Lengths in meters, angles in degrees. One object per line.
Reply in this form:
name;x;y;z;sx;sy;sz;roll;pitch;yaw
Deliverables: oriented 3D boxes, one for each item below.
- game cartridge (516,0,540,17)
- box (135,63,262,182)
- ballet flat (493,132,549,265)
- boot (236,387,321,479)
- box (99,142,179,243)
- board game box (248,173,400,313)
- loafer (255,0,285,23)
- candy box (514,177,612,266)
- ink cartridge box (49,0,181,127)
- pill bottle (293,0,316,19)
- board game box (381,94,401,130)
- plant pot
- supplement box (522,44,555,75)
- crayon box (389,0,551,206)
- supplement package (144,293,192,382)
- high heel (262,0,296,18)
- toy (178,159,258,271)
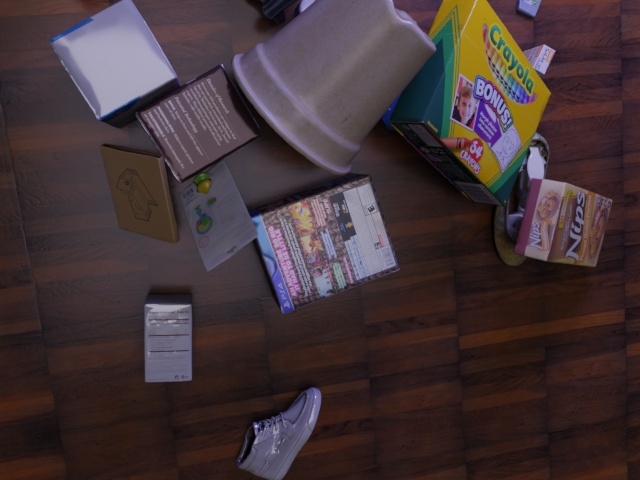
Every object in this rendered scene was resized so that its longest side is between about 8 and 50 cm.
game cartridge;0.518;-0.601;1.459;0.056;0.017;0.083;19;93;-10
box;-0.258;-0.245;1.266;0.203;0.168;0.167;-32;102;-6
ballet flat;0.507;-0.101;1.476;0.123;0.123;0.348;1;98;-12
boot;-0.104;0.461;1.434;0.124;0.095;0.258;26;93;-21
box;-0.382;-0.098;1.252;0.165;0.021;0.201;14;126;25
board game box;0.000;0.000;1.369;0.291;0.141;0.231;-20;101;-9
loafer;-0.136;-0.554;1.312;0.061;0.062;0.170;-27;102;16
candy box;0.598;-0.037;1.441;0.317;0.088;0.182;6;97;-47
ink cartridge box;-0.397;-0.344;1.190;0.171;0.233;0.168;-32;101;-6
pill bottle;-0.023;-0.499;1.304;0.067;0.120;0.066;-2;98;-12
board game box;0.189;-0.346;1.418;0.133;0.033;0.168;-32;98;-1
plant pot;0.048;-0.353;1.183;0.334;0.333;0.305;43;111;-14
supplement box;0.518;-0.433;1.439;0.036;0.098;0.062;24;92;-14
crayon box;0.349;-0.299;1.321;0.363;0.106;0.312;33;78;-40
supplement package;-0.345;0.219;1.346;0.105;0.105;0.179;0;97;-12
high heel;-0.025;-0.599;1.234;0.093;0.186;0.261;27;67;-30
toy;-0.217;-0.052;1.295;0.137;0.237;0.056;-36;148;11
